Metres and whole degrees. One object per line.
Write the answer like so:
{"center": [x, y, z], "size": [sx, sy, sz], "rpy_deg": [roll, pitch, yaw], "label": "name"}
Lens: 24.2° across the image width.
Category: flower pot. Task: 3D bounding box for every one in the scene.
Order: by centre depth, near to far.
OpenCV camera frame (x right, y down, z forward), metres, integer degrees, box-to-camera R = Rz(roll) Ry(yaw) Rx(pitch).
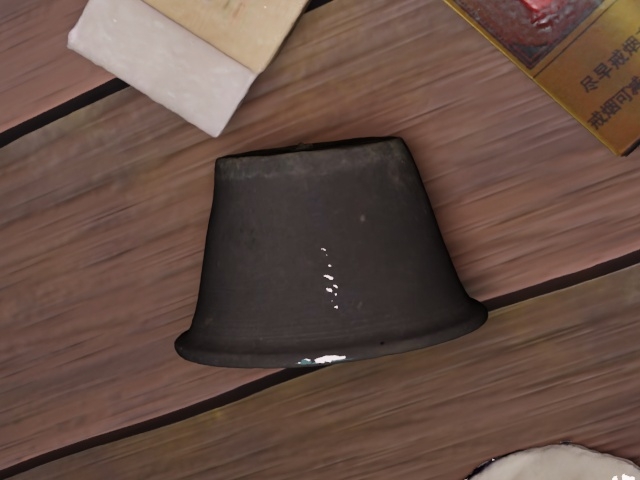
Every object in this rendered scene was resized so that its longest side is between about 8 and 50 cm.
{"center": [0.000, 0.000, 1.108], "size": [0.235, 0.235, 0.148], "rpy_deg": [-5, 96, 14], "label": "flower pot"}

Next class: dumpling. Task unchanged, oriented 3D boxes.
{"center": [0.177, 0.262, 1.247], "size": [0.247, 0.142, 0.172], "rpy_deg": [-37, 74, 11], "label": "dumpling"}

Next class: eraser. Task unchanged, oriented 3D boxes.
{"center": [-0.042, -0.243, 1.045], "size": [0.144, 0.078, 0.343], "rpy_deg": [32, 120, -6], "label": "eraser"}

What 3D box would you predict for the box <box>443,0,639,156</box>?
{"center": [0.179, -0.192, 1.035], "size": [0.240, 0.071, 0.159], "rpy_deg": [41, 119, -12], "label": "box"}
